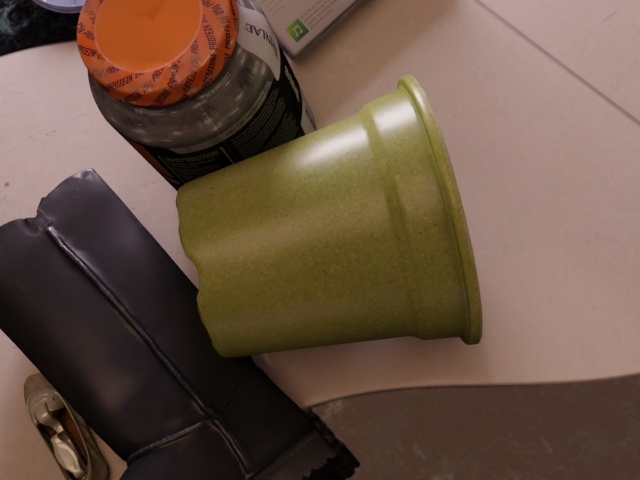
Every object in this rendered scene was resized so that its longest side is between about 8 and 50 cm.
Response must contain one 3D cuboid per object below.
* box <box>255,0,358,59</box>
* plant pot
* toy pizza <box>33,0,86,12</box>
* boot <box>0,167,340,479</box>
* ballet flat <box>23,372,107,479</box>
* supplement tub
[{"bbox_3d":[-0.054,-0.419,1.111,0.232,0.058,0.322,-42,98,-3],"label":"box"},{"bbox_3d":[0.000,0.000,0.909,0.253,0.276,0.276,-14,70,1],"label":"plant pot"},{"bbox_3d":[-0.323,-0.399,1.249,0.201,0.032,0.201,-3,73,10],"label":"toy pizza"},{"bbox_3d":[-0.254,0.170,0.963,0.367,0.146,0.445,-34,71,-28],"label":"boot"},{"bbox_3d":[-0.298,0.214,1.041,0.057,0.052,0.168,-41,69,0],"label":"ballet flat"},{"bbox_3d":[-0.123,-0.157,0.978,0.193,0.316,0.194,-3,73,10],"label":"supplement tub"}]
